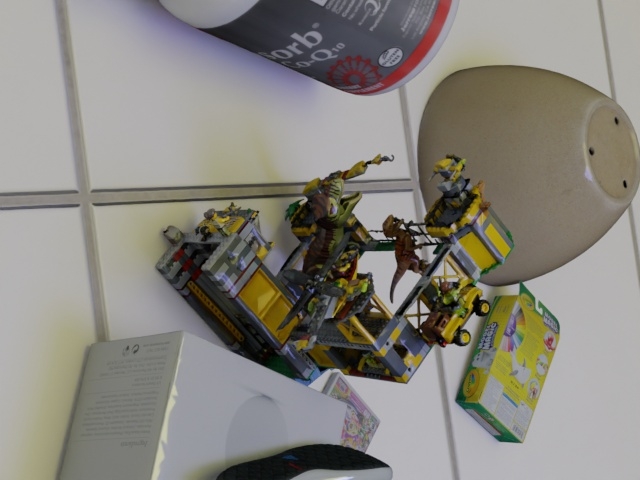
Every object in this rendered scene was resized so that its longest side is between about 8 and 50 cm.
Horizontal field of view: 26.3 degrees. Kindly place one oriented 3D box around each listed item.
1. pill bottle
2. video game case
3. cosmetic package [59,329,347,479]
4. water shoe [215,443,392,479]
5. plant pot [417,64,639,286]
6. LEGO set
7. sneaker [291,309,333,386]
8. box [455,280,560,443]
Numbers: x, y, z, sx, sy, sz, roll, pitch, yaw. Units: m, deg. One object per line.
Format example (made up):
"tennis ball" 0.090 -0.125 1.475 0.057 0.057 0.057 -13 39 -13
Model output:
"pill bottle" -0.044 -0.291 1.372 0.363 0.210 0.210 17 70 -43
"video game case" 0.016 0.216 1.484 0.087 0.011 0.122 52 49 -27
"cosmetic package" -0.111 0.228 1.250 0.224 0.138 0.225 30 60 -40
"water shoe" -0.021 0.232 1.210 0.203 0.073 0.080 -1 105 -44
"plant pot" 0.283 -0.093 1.700 0.284 0.191 0.284 10 76 -46
"LEGO set" 0.000 0.000 1.312 0.255 0.331 0.192 -49 118 -17
"sneaker" -0.009 0.119 1.440 0.144 0.059 0.053 -51 121 -39
"box" 0.238 0.149 1.706 0.105 0.043 0.179 44 60 -33
